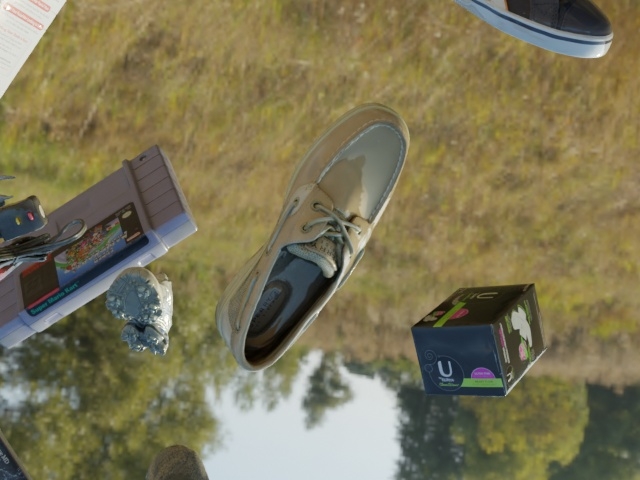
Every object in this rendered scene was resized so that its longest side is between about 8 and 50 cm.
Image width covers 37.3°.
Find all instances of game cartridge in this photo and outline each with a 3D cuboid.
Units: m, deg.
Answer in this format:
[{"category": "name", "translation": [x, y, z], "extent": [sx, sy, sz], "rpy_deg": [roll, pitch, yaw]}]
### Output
[{"category": "game cartridge", "translation": [-0.378, 0.003, 1.520], "extent": [0.068, 0.355, 0.230], "rpy_deg": [57, -179, -36]}]

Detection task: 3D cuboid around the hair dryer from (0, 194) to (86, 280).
[{"category": "hair dryer", "translation": [-0.386, 0.062, 1.012], "extent": [0.294, 0.080, 0.223], "rpy_deg": [-30, 174, -5]}]

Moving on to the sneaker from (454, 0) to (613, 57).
[{"category": "sneaker", "translation": [0.228, -0.343, 1.167], "extent": [0.321, 0.127, 0.126], "rpy_deg": [34, -143, 20]}]

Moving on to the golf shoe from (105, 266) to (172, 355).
[{"category": "golf shoe", "translation": [-0.212, 0.065, 1.146], "extent": [0.069, 0.086, 0.176], "rpy_deg": [13, 148, 2]}]

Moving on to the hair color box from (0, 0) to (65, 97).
[{"category": "hair color box", "translation": [-0.334, -0.242, 0.999], "extent": [0.053, 0.167, 0.093], "rpy_deg": [37, -177, 16]}]

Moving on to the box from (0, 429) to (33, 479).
[{"category": "box", "translation": [-0.633, 0.451, 1.762], "extent": [0.158, 0.156, 0.093], "rpy_deg": [-33, -172, -17]}]

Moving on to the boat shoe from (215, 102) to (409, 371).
[{"category": "boat shoe", "translation": [0.000, 0.000, 0.967], "extent": [0.109, 0.302, 0.098], "rpy_deg": [33, -173, -22]}]

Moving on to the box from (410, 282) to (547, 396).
[{"category": "box", "translation": [0.111, 0.068, 0.654], "extent": [0.062, 0.052, 0.083], "rpy_deg": [-6, -167, 34]}]

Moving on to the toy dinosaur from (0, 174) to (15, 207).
[{"category": "toy dinosaur", "translation": [-0.611, -0.047, 1.350], "extent": [0.160, 0.121, 0.313], "rpy_deg": [-33, 176, 38]}]

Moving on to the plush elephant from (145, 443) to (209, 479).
[{"category": "plush elephant", "translation": [-0.110, 0.395, 0.964], "extent": [0.330, 0.271, 0.255], "rpy_deg": [30, 159, -4]}]
